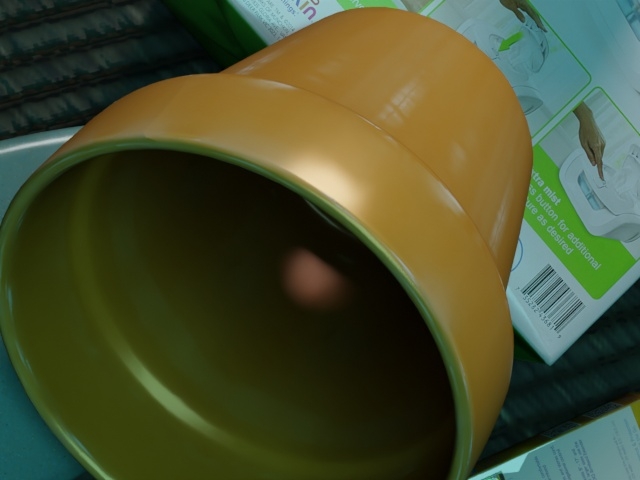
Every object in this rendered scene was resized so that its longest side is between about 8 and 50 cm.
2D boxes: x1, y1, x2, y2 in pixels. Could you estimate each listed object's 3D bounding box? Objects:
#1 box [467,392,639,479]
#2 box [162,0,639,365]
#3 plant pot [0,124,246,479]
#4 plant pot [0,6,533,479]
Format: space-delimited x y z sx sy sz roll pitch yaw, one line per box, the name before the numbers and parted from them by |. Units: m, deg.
box | 0.129 0.146 0.984 0.136 0.028 0.081 -22 96 -10
box | 0.094 -0.110 0.919 0.231 0.127 0.262 -45 100 -10
plant pot | -0.156 0.034 0.844 0.234 0.166 0.165 -24 97 -21
plant pot | 0.000 0.000 0.757 0.205 0.205 0.188 49 42 -10
